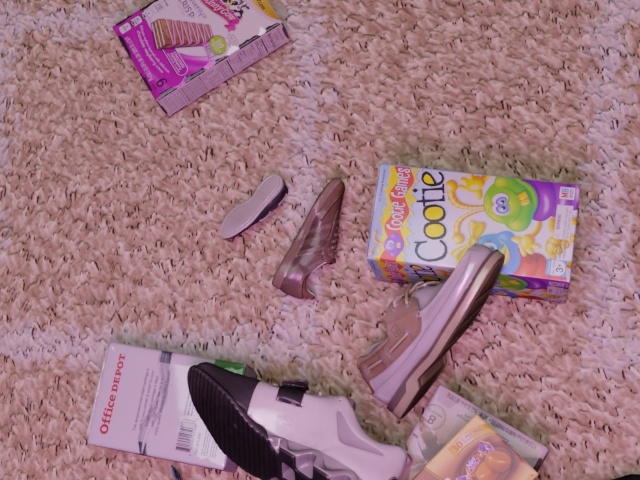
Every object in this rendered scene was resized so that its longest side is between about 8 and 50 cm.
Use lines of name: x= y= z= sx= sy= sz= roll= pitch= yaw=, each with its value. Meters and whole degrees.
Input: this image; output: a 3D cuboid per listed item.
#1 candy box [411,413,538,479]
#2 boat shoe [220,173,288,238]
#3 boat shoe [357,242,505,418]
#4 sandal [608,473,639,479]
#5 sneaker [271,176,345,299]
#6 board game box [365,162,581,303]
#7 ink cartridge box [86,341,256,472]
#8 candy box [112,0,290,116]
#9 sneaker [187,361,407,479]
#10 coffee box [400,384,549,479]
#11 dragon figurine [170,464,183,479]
candy box: x=0.171 y=0.324 z=1.409 sx=0.186 sy=0.053 sz=0.109 roll=-44 pitch=74 yaw=-6
boat shoe: x=-0.099 y=-0.045 z=1.693 sx=0.125 sy=0.038 sz=0.046 roll=-48 pitch=53 yaw=-7
boat shoe: x=0.137 y=0.110 z=1.499 sx=0.103 sy=0.113 sz=0.302 roll=39 pitch=125 yaw=16
sandal: x=0.468 y=0.507 z=1.386 sx=0.107 sy=0.167 sz=0.446 roll=-7 pitch=70 yaw=-19
sneaker: x=0.000 y=0.000 z=1.659 sx=0.071 sy=0.066 sz=0.188 roll=29 pitch=86 yaw=-1
board game box: x=0.216 y=-0.008 z=1.572 sx=0.275 sy=0.144 sz=0.142 roll=7 pitch=76 yaw=12
ink cartridge box: x=-0.212 y=0.239 z=1.606 sx=0.208 sy=0.087 sz=0.153 roll=9 pitch=77 yaw=11
candy box: x=-0.188 y=-0.328 z=1.769 sx=0.233 sy=0.071 sz=0.159 roll=-32 pitch=71 yaw=-1
sneaker: x=-0.032 y=0.248 z=1.487 sx=0.330 sy=0.122 sz=0.146 roll=32 pitch=48 yaw=26
coffee box: x=0.157 y=0.367 z=1.490 sx=0.168 sy=0.119 sz=0.297 roll=29 pitch=81 yaw=15
dragon figurine: x=-0.096 y=0.404 z=1.532 sx=0.144 sy=0.085 sz=0.289 roll=-35 pitch=49 yaw=-1
